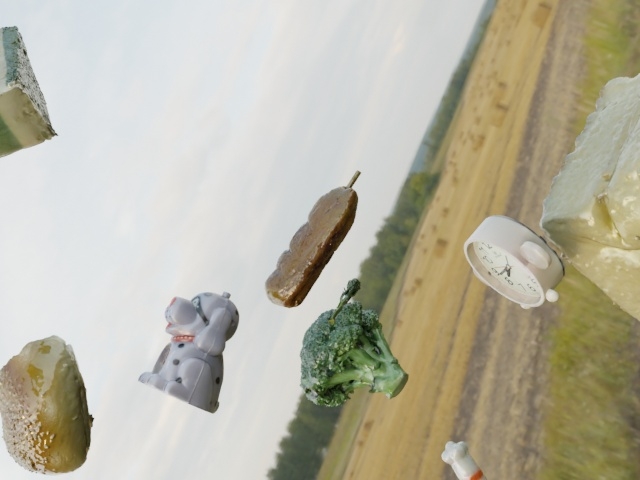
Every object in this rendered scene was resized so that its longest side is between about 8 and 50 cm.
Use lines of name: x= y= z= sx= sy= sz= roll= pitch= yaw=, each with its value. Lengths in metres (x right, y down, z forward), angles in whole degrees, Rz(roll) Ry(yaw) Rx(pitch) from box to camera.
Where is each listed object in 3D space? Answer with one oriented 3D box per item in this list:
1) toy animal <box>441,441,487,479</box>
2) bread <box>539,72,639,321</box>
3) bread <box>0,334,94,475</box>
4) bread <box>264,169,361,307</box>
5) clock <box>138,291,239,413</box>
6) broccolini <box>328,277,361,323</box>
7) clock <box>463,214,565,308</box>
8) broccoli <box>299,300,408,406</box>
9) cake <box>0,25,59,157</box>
toy animal: x=0.271 y=0.447 z=1.276 sx=0.138 sy=0.282 sz=0.140 roll=-47 pitch=-17 yaw=-18
bread: x=0.604 y=-0.070 z=1.349 sx=0.371 sy=0.390 sz=0.279 roll=-56 pitch=18 yaw=-23
bread: x=-0.547 y=0.370 z=1.679 sx=0.171 sy=0.192 sz=0.314 roll=-11 pitch=-51 yaw=-28
bread: x=-0.001 y=-0.001 z=1.820 sx=0.084 sy=0.124 sz=0.344 roll=33 pitch=-89 yaw=-40
clock: x=-0.261 y=0.221 z=1.781 sx=0.189 sy=0.189 sz=0.254 roll=88 pitch=-159 yaw=-78
broccolini: x=0.051 y=0.123 z=1.721 sx=0.035 sy=0.030 sz=0.140 roll=-40 pitch=8 yaw=37
clock: x=0.304 y=0.032 z=1.306 sx=0.063 sy=0.155 sz=0.229 roll=-48 pitch=0 yaw=-15
broccoli: x=0.078 y=0.286 z=1.994 sx=0.270 sy=0.270 sz=0.270 roll=-50 pitch=-24 yaw=-32
cake: x=-0.677 y=-0.339 z=1.725 sx=0.172 sy=0.158 sz=0.283 roll=73 pitch=177 yaw=-76
